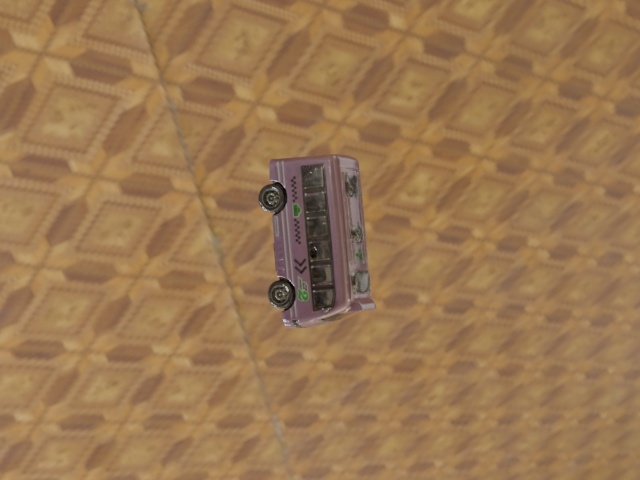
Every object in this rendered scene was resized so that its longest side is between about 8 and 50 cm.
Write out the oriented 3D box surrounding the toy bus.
[{"bbox_3d":[0.000,0.000,1.443,0.108,0.198,0.096,-7,177,24],"label":"toy bus"}]
